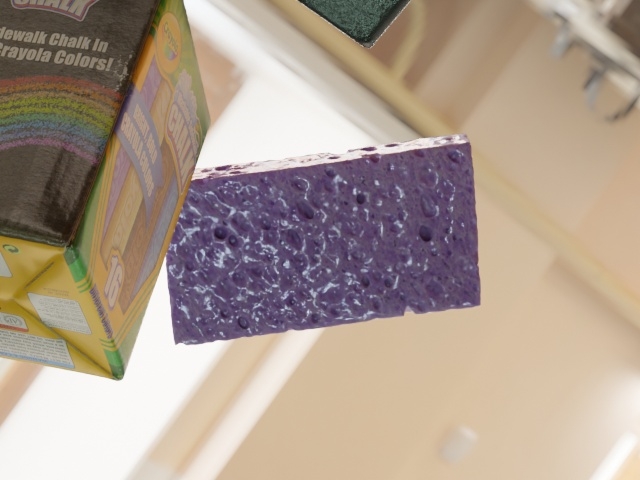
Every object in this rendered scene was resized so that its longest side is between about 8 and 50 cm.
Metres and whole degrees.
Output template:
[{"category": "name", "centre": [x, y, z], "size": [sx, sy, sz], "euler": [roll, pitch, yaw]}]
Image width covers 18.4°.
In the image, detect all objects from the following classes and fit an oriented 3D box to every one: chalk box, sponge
[{"category": "chalk box", "centre": [-0.138, -0.061, 0.983], "size": [0.132, 0.213, 0.132], "euler": [10, 148, 13]}, {"category": "sponge", "centre": [0.000, 0.000, 1.308], "size": [0.210, 0.117, 0.031], "euler": [-7, -159, -3]}]

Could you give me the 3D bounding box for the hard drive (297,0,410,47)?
[{"category": "hard drive", "centre": [0.028, -0.180, 1.106], "size": [0.094, 0.135, 0.022], "euler": [34, -143, -12]}]
